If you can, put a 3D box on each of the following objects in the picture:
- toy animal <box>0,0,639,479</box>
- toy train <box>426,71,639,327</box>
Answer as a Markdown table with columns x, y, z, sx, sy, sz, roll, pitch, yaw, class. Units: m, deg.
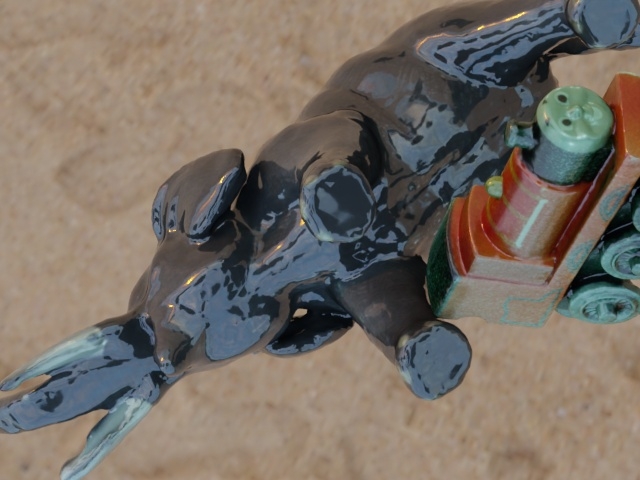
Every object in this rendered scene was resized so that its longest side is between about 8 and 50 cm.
| x | y | z | sx | sy | sz | roll | pitch | yaw | class |
| --- | --- | --- | --- | --- | --- | --- | --- | --- | --- |
| 0.001 | 0.003 | 0.636 | 0.082 | 0.269 | 0.137 | 59 | 167 | -16 | toy animal |
| 0.074 | -0.010 | 0.569 | 0.064 | 0.044 | 0.103 | 9 | 147 | -10 | toy train |
